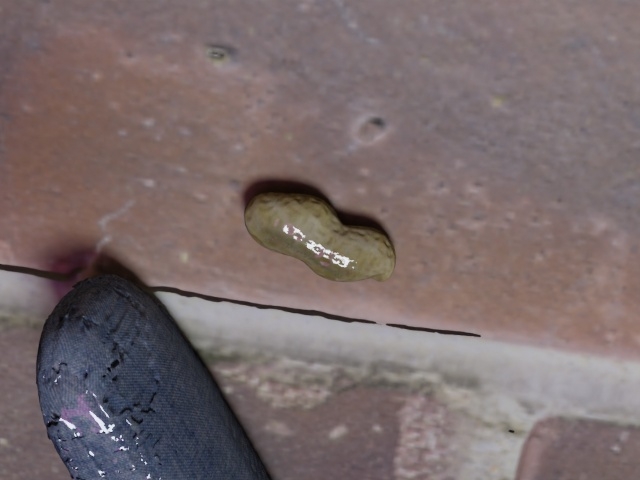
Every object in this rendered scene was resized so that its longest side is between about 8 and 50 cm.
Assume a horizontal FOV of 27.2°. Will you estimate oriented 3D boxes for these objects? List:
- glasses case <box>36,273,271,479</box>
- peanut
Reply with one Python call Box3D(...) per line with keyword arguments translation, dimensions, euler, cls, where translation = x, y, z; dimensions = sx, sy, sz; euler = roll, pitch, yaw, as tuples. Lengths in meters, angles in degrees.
Box3D(translation=(-0.068, 0.144, 0.723), dimensions=(0.067, 0.109, 0.282), euler=(-16, 118, 19), cls="glasses case")
Box3D(translation=(0.000, 0.000, 0.677), dimensions=(0.083, 0.037, 0.037), euler=(25, 119, -14), cls="peanut")
